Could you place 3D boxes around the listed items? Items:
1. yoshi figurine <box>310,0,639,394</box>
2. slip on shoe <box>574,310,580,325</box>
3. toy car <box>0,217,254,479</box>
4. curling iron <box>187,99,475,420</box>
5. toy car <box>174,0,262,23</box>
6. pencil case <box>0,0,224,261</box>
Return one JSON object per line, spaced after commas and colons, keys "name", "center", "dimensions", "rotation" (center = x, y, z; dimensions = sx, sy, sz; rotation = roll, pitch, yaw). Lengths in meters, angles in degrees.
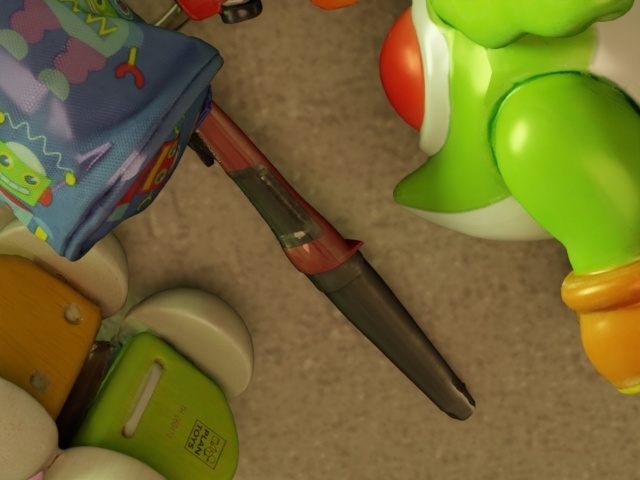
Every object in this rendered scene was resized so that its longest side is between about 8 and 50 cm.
{"name": "yoshi figurine", "center": [0.110, -0.134, 0.709], "dimensions": [0.203, 0.203, 0.362], "rotation": [-34, 90, -20]}
{"name": "slip on shoe", "center": [0.286, 0.033, 0.888], "dimensions": [0.331, 0.101, 0.123], "rotation": [6, 76, -17]}
{"name": "toy car", "center": [-0.133, 0.087, 0.865], "dimensions": [0.182, 0.159, 0.136], "rotation": [33, 138, -13]}
{"name": "curling iron", "center": [0.000, 0.000, 0.880], "dimensions": [0.035, 0.068, 0.274], "rotation": [-41, 111, 8]}
{"name": "toy car", "center": [0.068, -0.159, 0.831], "dimensions": [0.225, 0.053, 0.239], "rotation": [38, 102, -14]}
{"name": "pencil case", "center": [-0.180, -0.131, 0.753], "dimensions": [0.306, 0.133, 0.119], "rotation": [43, 136, -2]}
